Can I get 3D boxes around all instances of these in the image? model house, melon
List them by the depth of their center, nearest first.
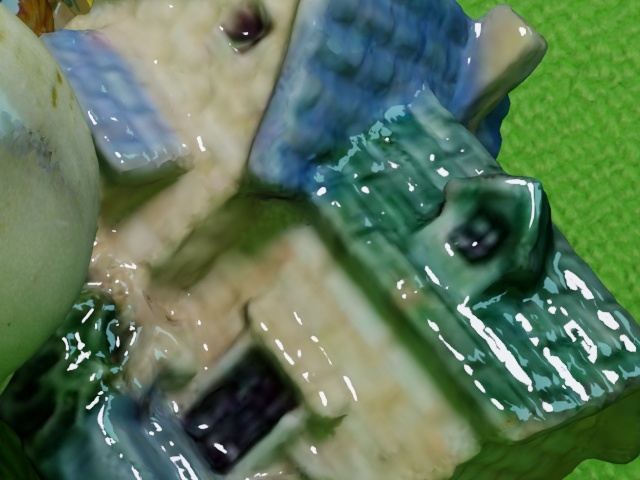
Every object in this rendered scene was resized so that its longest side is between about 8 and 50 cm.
[{"bbox_3d":[-0.257,-0.036,1.044,0.308,0.272,0.272,21,32,-45],"label":"melon"},{"bbox_3d":[0.000,0.000,1.303,0.445,0.400,0.395,56,12,25],"label":"model house"}]

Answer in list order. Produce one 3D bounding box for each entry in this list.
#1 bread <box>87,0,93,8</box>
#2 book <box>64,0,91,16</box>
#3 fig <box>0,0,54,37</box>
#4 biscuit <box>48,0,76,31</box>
[{"bbox_3d":[-0.306,-0.267,2.238,0.294,0.132,0.167,61,14,18],"label":"bread"},{"bbox_3d":[-0.372,-0.316,1.975,0.295,0.020,0.208,17,37,-44],"label":"book"},{"bbox_3d":[-0.293,-0.161,1.500,0.202,0.149,0.148,26,20,-14],"label":"fig"},{"bbox_3d":[-0.257,-0.113,1.726,0.332,0.103,0.332,42,23,-22],"label":"biscuit"}]
